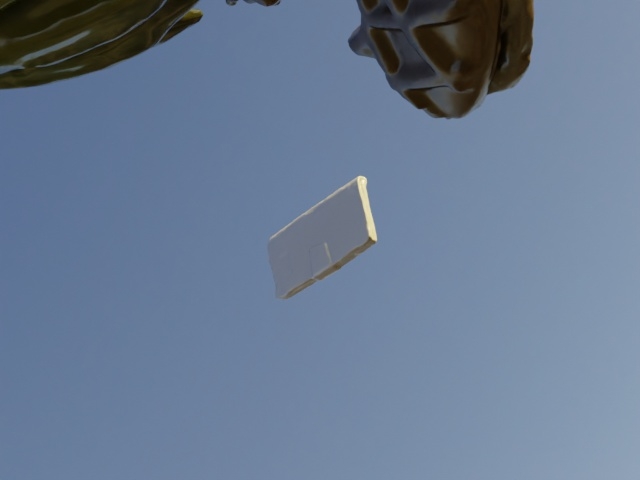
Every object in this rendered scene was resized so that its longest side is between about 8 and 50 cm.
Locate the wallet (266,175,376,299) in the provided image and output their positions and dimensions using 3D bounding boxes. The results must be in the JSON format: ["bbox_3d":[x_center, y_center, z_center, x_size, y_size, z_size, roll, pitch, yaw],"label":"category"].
[{"bbox_3d":[0.000,0.000,0.680,0.011,0.044,0.083,15,-36,-40],"label":"wallet"}]

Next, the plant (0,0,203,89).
[{"bbox_3d":[-0.208,-0.102,0.462,0.333,0.180,0.251,-35,-47,17],"label":"plant"}]

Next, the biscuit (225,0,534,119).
[{"bbox_3d":[0.008,-0.264,0.970,0.115,0.366,0.268,-45,-29,-26],"label":"biscuit"}]
